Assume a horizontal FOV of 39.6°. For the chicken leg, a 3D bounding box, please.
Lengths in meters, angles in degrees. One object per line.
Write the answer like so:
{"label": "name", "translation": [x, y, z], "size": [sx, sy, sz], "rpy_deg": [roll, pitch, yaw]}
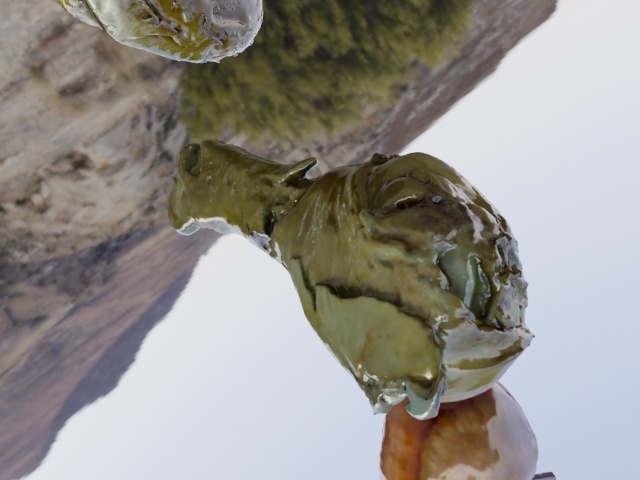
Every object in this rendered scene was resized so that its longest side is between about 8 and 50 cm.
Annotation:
{"label": "chicken leg", "translation": [0.000, 0.000, 0.759], "size": [0.429, 0.153, 0.201], "rpy_deg": [24, -95, 41]}

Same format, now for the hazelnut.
{"label": "hazelnut", "translation": [0.147, 0.219, 0.960], "size": [0.182, 0.182, 0.182], "rpy_deg": [-36, -171, 7]}

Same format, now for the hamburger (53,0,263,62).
{"label": "hamburger", "translation": [-0.141, -0.302, 0.789], "size": [0.134, 0.285, 0.265], "rpy_deg": [-2, 178, 40]}

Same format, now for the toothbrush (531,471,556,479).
{"label": "toothbrush", "translation": [0.146, 0.340, 1.156], "size": [0.354, 0.029, 0.024], "rpy_deg": [-5, 174, -15]}
